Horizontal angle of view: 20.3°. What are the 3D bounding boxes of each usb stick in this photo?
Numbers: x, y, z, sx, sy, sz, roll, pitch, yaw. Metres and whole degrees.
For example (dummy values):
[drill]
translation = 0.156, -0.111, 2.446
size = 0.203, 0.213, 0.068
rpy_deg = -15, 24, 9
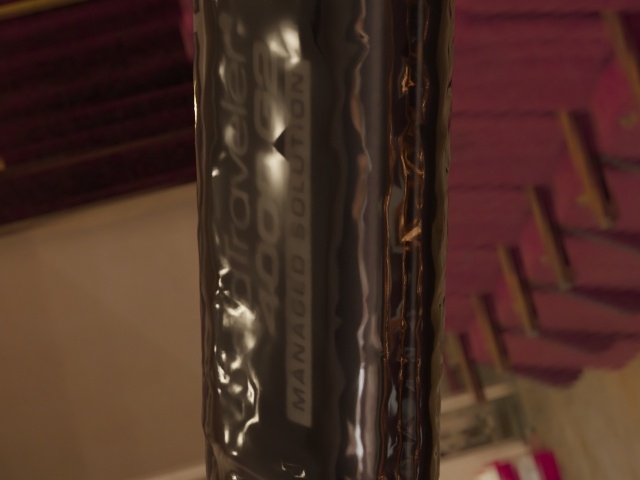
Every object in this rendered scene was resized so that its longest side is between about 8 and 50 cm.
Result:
[usb stick]
translation = 0.000, 0.000, 0.456
size = 0.077, 0.045, 0.278
rpy_deg = 22, 122, 41
